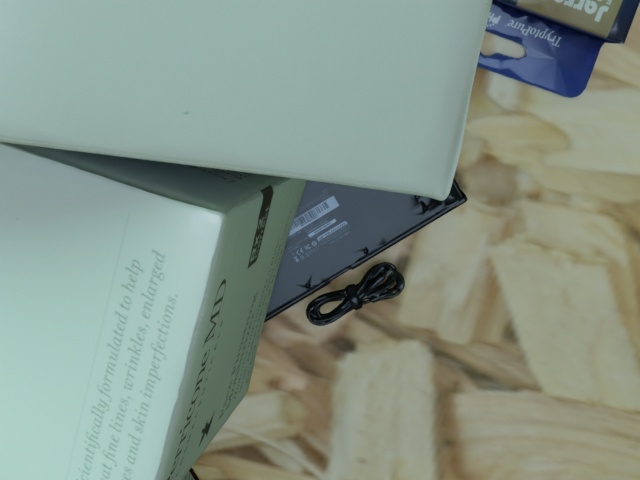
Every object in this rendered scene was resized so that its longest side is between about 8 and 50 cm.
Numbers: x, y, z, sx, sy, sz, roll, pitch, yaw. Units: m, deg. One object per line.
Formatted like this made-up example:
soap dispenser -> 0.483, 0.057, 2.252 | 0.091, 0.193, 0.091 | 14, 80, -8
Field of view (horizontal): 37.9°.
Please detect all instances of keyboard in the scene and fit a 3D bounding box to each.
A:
keyboard -> 0.000, 0.000, 0.573 | 0.180, 0.023, 0.108 | -31, 97, 5

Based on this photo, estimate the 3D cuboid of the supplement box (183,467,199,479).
supplement box -> -0.154, 0.224, 0.560 | 0.191, 0.129, 0.194 | -28, 103, 3

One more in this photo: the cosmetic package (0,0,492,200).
cosmetic package -> -0.140, -0.130, 0.389 | 0.385, 0.217, 0.156 | 8, 103, -20

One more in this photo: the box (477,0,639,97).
box -> 0.134, -0.204, 0.525 | 0.136, 0.036, 0.225 | 17, 103, -8

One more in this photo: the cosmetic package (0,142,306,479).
cosmetic package -> -0.110, 0.019, 0.471 | 0.151, 0.184, 0.151 | 17, 104, 6
